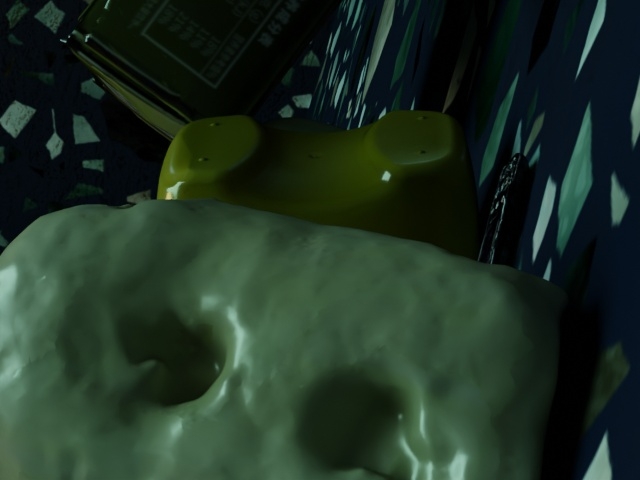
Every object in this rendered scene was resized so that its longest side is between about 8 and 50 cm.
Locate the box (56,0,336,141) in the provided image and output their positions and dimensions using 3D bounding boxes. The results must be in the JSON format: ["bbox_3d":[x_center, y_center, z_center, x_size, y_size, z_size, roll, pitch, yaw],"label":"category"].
[{"bbox_3d":[-0.008,-0.255,1.399,0.420,0.138,0.373,-52,2,-2],"label":"box"}]

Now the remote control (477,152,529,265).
[{"bbox_3d":[0.090,0.004,0.957,0.039,0.014,0.096,120,166,-74],"label":"remote control"}]

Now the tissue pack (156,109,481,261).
[{"bbox_3d":[0.000,0.000,1.053,0.123,0.178,0.127,-82,-10,-64],"label":"tissue pack"}]

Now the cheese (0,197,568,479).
[{"bbox_3d":[-0.019,0.081,0.837,0.248,0.251,0.174,68,-144,-71],"label":"cheese"}]

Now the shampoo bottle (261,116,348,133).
[{"bbox_3d":[-0.031,0.106,1.257,0.222,0.151,0.349,131,155,-65],"label":"shampoo bottle"}]
